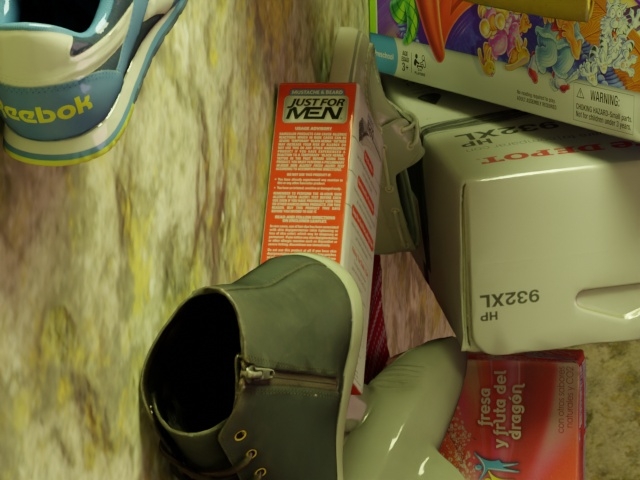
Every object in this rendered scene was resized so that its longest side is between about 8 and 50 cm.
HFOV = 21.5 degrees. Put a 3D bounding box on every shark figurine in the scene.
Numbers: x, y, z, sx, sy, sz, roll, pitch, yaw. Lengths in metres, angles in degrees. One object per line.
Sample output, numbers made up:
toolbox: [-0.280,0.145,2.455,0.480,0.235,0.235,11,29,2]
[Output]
shark figurine: [0.048,0.190,1.084,0.166,0.116,0.278,27,78,-61]

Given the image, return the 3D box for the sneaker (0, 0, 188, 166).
sneaker: [-0.080,-0.094,0.597,0.059,0.053,0.144,76,18,-47]

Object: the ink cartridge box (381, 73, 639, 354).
ink cartridge box: [0.179,-0.042,1.241,0.307,0.223,0.129,-112,-163,-69]

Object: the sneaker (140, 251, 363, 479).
sneaker: [-0.043,0.118,0.795,0.118,0.083,0.222,-10,105,-63]

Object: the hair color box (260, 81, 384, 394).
hair color box: [0.000,0.000,1.003,0.093,0.053,0.167,57,37,-68]

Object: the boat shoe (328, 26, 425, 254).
boat shoe: [0.040,-0.064,1.161,0.066,0.063,0.184,-72,161,-55]

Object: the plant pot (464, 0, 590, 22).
plant pot: [0.052,-0.259,0.885,0.212,0.187,0.212,-77,165,-45]

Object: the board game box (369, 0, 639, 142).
board game box: [0.152,-0.210,1.147,0.347,0.078,0.233,24,-60,58]

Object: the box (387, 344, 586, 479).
box: [0.127,0.231,1.274,0.154,0.142,0.299,-3,94,-79]

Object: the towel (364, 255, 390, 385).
towel: [0.039,0.163,1.273,0.199,0.031,0.274,-76,163,-49]
